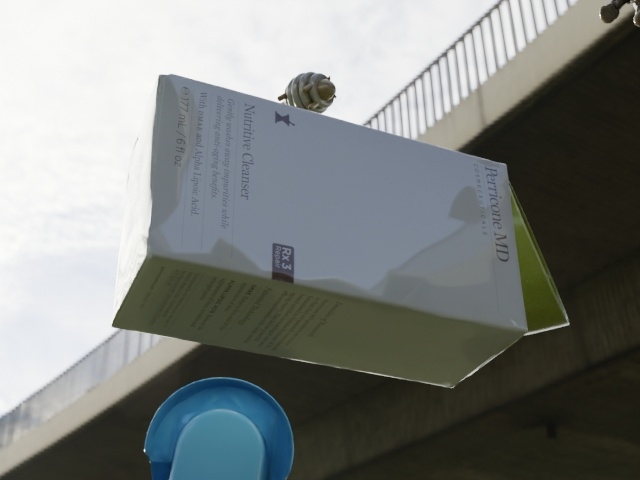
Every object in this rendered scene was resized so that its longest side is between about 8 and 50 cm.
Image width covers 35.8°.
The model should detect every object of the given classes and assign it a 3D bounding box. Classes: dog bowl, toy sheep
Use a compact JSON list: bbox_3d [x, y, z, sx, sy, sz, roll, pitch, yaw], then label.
[{"bbox_3d":[-0.122,0.307,1.108,0.166,0.297,0.074,7,-21,2],"label":"dog bowl"},{"bbox_3d":[-0.026,-0.257,1.767,0.132,0.091,0.091,-7,-29,39],"label":"toy sheep"}]

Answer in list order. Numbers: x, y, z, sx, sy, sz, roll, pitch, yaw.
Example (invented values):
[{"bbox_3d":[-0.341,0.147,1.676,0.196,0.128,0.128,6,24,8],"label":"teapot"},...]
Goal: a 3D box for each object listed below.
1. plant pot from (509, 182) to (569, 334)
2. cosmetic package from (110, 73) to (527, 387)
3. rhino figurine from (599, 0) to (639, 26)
[{"bbox_3d":[0.238,0.072,1.713,0.293,0.275,0.275,-24,-37,13],"label":"plant pot"},{"bbox_3d":[0.000,0.000,0.999,0.385,0.217,0.156,10,-34,-19],"label":"cosmetic package"},{"bbox_3d":[0.451,-0.362,1.221,0.073,0.106,0.243,41,-44,-1],"label":"rhino figurine"}]
